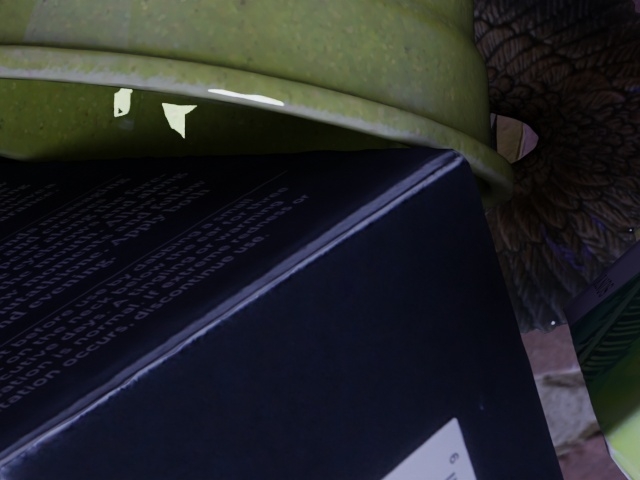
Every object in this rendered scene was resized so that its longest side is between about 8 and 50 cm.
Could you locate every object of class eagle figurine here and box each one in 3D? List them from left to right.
[{"bbox_3d":[0.111,-0.053,0.695,0.298,0.225,0.226,1,49,4],"label":"eagle figurine"}]

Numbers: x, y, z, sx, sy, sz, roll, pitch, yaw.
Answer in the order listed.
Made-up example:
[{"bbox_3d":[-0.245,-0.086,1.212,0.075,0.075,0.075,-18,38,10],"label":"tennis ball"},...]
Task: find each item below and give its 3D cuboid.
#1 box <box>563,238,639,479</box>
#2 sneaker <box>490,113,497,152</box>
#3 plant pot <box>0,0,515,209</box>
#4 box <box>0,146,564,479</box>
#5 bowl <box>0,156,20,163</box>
[{"bbox_3d":[0.208,-0.052,0.378,0.322,0.058,0.232,-45,-3,9],"label":"box"},{"bbox_3d":[0.048,-0.023,0.877,0.097,0.135,0.276,18,82,41],"label":"sneaker"},{"bbox_3d":[-0.036,-0.159,0.572,0.276,0.276,0.254,2,82,47],"label":"plant pot"},{"bbox_3d":[-0.105,0.136,0.560,0.395,0.294,0.212,1,28,48],"label":"box"},{"bbox_3d":[-0.295,0.059,0.762,0.077,0.391,0.391,30,67,29],"label":"bowl"}]
